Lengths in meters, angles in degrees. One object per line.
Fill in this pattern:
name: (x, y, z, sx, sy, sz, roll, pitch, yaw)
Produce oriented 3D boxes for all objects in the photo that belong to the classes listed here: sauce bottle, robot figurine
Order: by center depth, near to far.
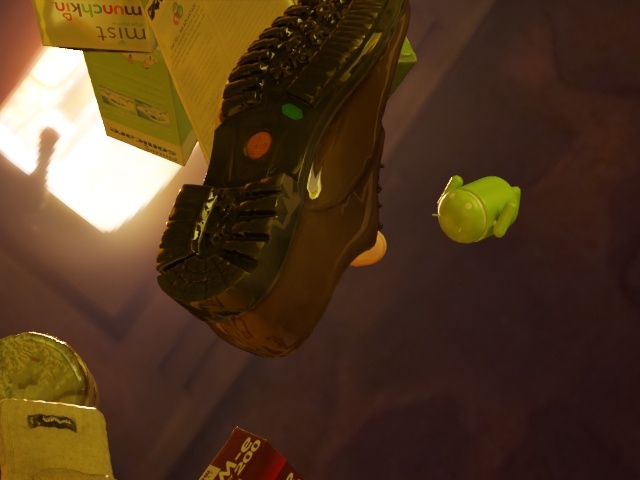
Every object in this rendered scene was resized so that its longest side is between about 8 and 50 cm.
sauce bottle: (-0.283, 0.162, 1.330, 0.111, 0.111, 0.344, -51, 180, -12)
robot figurine: (0.186, -0.036, 1.537, 0.115, 0.101, 0.067, -21, 129, -37)

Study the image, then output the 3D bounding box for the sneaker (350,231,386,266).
sneaker: (0.000, 0.000, 1.319, 0.070, 0.134, 0.051, -70, 179, -73)

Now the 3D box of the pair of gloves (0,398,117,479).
pair of gloves: (-0.215, 0.161, 0.745, 0.240, 0.204, 0.042, 7, 117, -31)

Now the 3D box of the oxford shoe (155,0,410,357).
oxford shoe: (-0.004, -0.043, 0.666, 0.096, 0.082, 0.227, 48, 58, -42)

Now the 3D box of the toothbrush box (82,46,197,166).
toothbrush box: (-0.184, -0.253, 1.587, 0.283, 0.122, 0.206, 89, 23, -67)

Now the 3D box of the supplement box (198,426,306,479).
supplement box: (-0.060, 0.367, 1.691, 0.130, 0.073, 0.239, -54, 125, -20)

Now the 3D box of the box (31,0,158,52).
box: (-0.203, -0.357, 1.299, 0.231, 0.126, 0.262, 87, 11, -47)

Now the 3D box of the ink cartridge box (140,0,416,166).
ink cartridge box: (-0.051, -0.189, 1.065, 0.097, 0.255, 0.189, -7, 152, -34)
